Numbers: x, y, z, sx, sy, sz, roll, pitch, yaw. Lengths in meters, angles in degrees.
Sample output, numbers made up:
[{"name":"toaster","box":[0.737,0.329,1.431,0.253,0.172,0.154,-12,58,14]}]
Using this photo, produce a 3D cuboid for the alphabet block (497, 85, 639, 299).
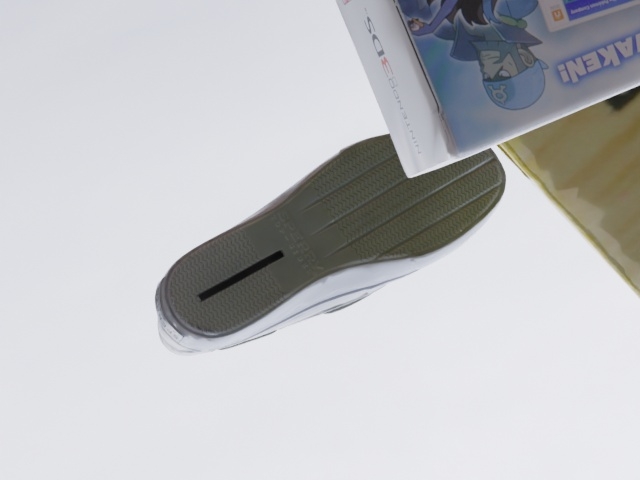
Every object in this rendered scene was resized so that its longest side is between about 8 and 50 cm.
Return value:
[{"name":"alphabet block","box":[0.156,-0.121,0.979,0.197,0.193,0.192,-43,-150,6]}]

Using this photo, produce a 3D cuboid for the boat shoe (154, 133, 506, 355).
[{"name":"boat shoe","box":[0.000,0.000,1.115,0.226,0.083,0.076,-21,169,-19]}]

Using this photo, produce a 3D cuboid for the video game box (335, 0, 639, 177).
[{"name":"video game box","box":[0.084,-0.141,0.568,0.205,0.187,0.048,-22,178,-19]}]
